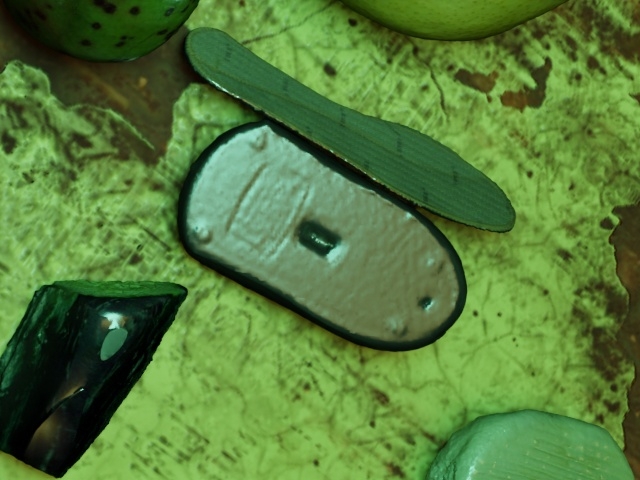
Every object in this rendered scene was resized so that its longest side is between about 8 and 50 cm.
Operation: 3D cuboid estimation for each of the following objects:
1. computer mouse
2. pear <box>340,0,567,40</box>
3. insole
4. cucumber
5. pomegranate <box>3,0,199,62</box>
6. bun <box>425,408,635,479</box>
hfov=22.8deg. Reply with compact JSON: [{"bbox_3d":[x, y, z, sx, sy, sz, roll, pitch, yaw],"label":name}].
[{"bbox_3d":[0.000,0.000,1.387,0.270,0.086,0.137,30,88,-13],"label":"computer mouse"},{"bbox_3d":[0.109,-0.312,1.307,0.314,0.314,0.314,-2,94,-23],"label":"pear"},{"bbox_3d":[0.033,-0.093,1.393,0.348,0.119,0.009,27,122,-18],"label":"insole"},{"bbox_3d":[-0.197,0.102,1.320,0.115,0.086,0.193,32,88,-24],"label":"cucumber"},{"bbox_3d":[-0.151,-0.243,1.265,0.248,0.202,0.202,-2,95,-50],"label":"pomegranate"},{"bbox_3d":[0.191,0.259,1.477,0.221,0.108,0.221,2,85,-24],"label":"bun"}]
